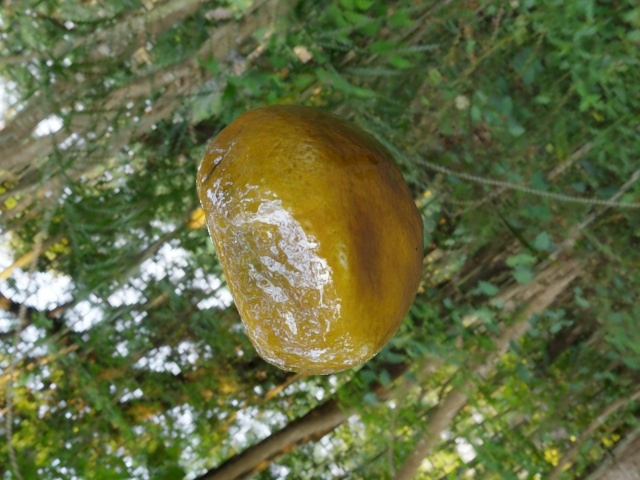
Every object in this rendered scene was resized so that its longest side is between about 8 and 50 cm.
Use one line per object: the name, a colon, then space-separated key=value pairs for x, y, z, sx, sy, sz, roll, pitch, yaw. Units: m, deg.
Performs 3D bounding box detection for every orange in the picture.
orange: x=0.000 y=0.000 z=0.821 sx=0.249 sy=0.183 sz=0.249 roll=160 pitch=90 yaw=-87
